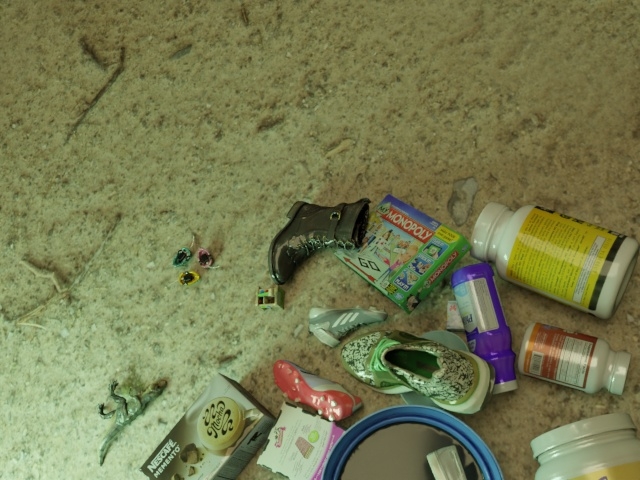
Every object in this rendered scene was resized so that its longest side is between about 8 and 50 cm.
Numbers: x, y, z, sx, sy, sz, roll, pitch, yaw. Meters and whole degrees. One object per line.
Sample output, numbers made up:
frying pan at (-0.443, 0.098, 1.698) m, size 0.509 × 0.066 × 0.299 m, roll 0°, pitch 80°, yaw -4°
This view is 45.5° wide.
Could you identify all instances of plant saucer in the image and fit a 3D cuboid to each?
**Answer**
plant saucer at (0.266, 0.303, 1.740) m, size 0.195 × 0.037 × 0.195 m, roll -22°, pitch 52°, yaw 31°

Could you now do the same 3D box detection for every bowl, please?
bowl at (0.193, 0.548, 1.614) m, size 0.391 × 0.077 × 0.391 m, roll -2°, pitch 71°, yaw 5°

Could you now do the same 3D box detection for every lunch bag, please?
lunch bag at (0.338, 0.178, 1.780) m, size 0.083 × 0.053 × 0.071 m, roll 3°, pitch 71°, yaw 13°

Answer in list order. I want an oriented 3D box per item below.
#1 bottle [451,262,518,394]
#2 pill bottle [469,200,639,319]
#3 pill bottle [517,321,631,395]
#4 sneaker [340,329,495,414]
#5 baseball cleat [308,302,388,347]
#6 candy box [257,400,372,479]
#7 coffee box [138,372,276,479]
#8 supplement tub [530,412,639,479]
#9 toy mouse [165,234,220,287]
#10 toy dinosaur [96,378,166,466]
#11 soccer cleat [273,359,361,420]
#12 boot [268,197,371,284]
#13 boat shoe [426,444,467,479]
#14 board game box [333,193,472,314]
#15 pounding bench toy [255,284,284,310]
bottle at (0.367, 0.196, 1.689) m, size 0.092 × 0.118 × 0.283 m, roll -12°, pitch 78°, yaw -5°
pill bottle at (0.514, 0.031, 1.701) m, size 0.334 × 0.188 × 0.188 m, roll 23°, pitch 77°, yaw 26°
pill bottle at (0.543, 0.257, 1.633) m, size 0.216 × 0.121 × 0.121 m, roll 13°, pitch 73°, yaw 24°
sneaker at (0.177, 0.257, 1.681) m, size 0.410 × 0.182 × 0.158 m, roll 3°, pitch 66°, yaw 47°
baseball cleat at (0.066, 0.209, 1.861) m, size 0.206 × 0.072 × 0.109 m, roll -1°, pitch 73°, yaw 30°
candy box at (-0.008, 0.490, 1.757) m, size 0.233 × 0.071 × 0.159 m, roll 19°, pitch 74°, yaw 24°
coffee box at (-0.263, 0.491, 1.820) m, size 0.168 × 0.119 × 0.297 m, roll 37°, pitch 83°, yaw 27°
supplement tub at (0.553, 0.520, 1.448) m, size 0.241 × 0.241 × 0.331 m, roll -20°, pitch 63°, yaw 11°
toy mouse at (-0.346, 0.055, 2.087) m, size 0.161 × 0.031 × 0.143 m, roll -11°, pitch 65°, yaw 15°
toy dinosaur at (-0.520, 0.440, 1.971) m, size 0.118 × 0.064 × 0.268 m, roll 40°, pitch 88°, yaw 22°
soccer cleat at (-0.013, 0.354, 1.824) m, size 0.248 × 0.095 × 0.083 m, roll 23°, pitch 108°, yaw 41°
boot at (0.000, 0.000, 1.927) m, size 0.229 × 0.091 × 0.263 m, roll 6°, pitch 67°, yaw 37°
boat shoe at (0.296, 0.520, 1.530) m, size 0.081 × 0.079 × 0.227 m, roll -27°, pitch 68°, yaw 1°
board game box at (0.187, 0.023, 1.829) m, size 0.213 × 0.046 × 0.317 m, roll -47°, pitch 35°, yaw -4°
pounding bench toy at (-0.137, 0.142, 1.946) m, size 0.065 × 0.083 × 0.052 m, roll -5°, pitch 67°, yaw 17°
